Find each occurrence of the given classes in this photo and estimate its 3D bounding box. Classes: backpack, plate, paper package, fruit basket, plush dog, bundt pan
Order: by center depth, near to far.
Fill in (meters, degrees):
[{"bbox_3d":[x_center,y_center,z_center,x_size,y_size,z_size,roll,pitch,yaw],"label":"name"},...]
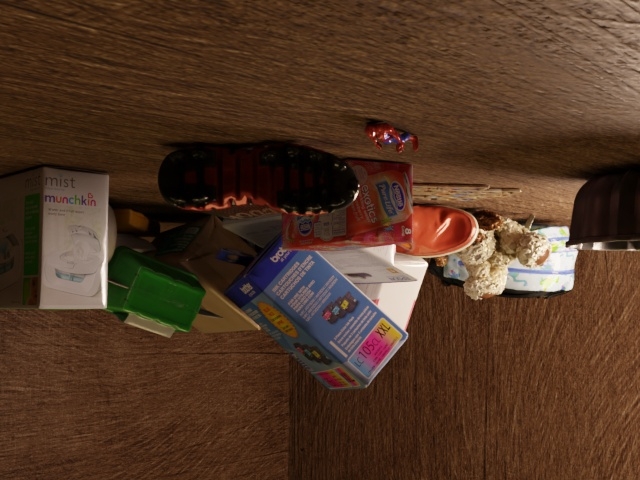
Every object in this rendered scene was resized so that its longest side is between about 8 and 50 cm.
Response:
[{"bbox_3d":[0.578,-0.051,1.328,0.331,0.124,0.331,0,177,0],"label":"bundt pan"},{"bbox_3d":[-0.451,0.119,1.922,0.327,0.165,0.353,26,167,-39],"label":"fruit basket"},{"bbox_3d":[0.397,-0.004,1.949,0.225,0.210,0.262,19,138,-32],"label":"plush dog"},{"bbox_3d":[-0.611,0.007,2.089,0.277,0.045,0.278,2,175,-34],"label":"plate"},{"bbox_3d":[-0.307,0.102,2.148,0.309,0.168,0.325,43,150,-24],"label":"paper package"},{"bbox_3d":[0.537,0.055,2.223,0.290,0.273,0.355,7,-166,-42],"label":"backpack"}]

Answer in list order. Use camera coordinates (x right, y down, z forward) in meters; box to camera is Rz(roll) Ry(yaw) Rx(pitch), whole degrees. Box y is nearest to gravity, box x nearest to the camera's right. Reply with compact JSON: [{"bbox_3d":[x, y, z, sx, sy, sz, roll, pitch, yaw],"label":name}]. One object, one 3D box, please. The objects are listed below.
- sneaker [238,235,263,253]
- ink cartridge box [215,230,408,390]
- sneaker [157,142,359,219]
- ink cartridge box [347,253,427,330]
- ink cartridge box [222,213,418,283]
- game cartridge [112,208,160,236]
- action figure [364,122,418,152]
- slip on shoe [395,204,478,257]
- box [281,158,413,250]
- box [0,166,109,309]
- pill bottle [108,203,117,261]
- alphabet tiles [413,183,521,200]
[{"bbox_3d":[-0.087,-0.013,2.111,0.292,0.110,0.118,-1,-175,26],"label":"sneaker"},{"bbox_3d":[-0.043,0.133,1.676,0.395,0.151,0.270,44,160,-3],"label":"ink cartridge box"},{"bbox_3d":[-0.079,-0.080,1.114,0.276,0.097,0.135,2,176,8],"label":"sneaker"},{"bbox_3d":[0.113,0.081,1.920,0.117,0.207,0.283,3,-156,-30],"label":"ink cartridge box"},{"bbox_3d":[0.000,0.000,1.717,0.330,0.071,0.324,27,162,-29],"label":"ink cartridge box"},{"bbox_3d":[-0.584,-0.046,2.029,0.285,0.052,0.323,0,174,0],"label":"game cartridge"},{"bbox_3d":[0.084,-0.125,0.972,0.038,0.030,0.115,4,176,31],"label":"action figure"},{"bbox_3d":[0.189,-0.030,1.764,0.331,0.123,0.101,5,172,-2],"label":"slip on shoe"},{"bbox_3d":[0.038,-0.051,1.315,0.123,0.128,0.257,2,175,-26],"label":"box"},{"bbox_3d":[-0.479,0.004,1.369,0.127,0.231,0.262,3,175,-43],"label":"box"},{"bbox_3d":[-0.577,-0.018,1.672,0.264,0.146,0.146,3,175,-35],"label":"pill bottle"},{"bbox_3d":[0.260,-0.094,1.561,0.237,0.009,0.198,0,176,-8],"label":"alphabet tiles"}]
